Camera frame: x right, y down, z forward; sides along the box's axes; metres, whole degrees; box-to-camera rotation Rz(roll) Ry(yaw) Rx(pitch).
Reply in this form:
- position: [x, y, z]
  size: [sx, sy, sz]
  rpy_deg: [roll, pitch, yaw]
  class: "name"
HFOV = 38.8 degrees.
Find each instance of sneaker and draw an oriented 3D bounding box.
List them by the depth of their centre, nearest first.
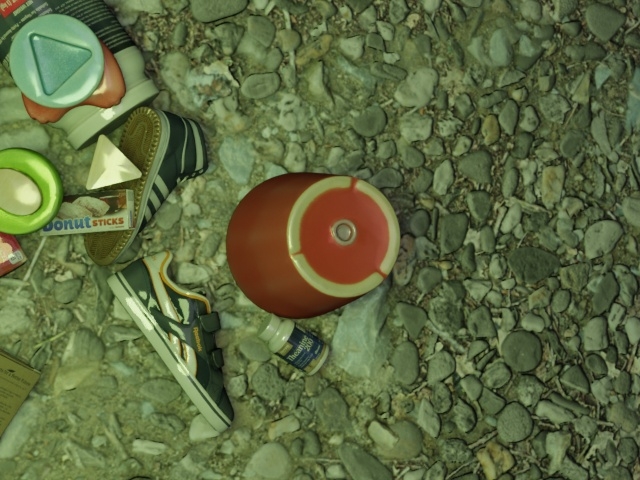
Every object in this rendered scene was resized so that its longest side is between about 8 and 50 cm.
- position: [-0.215, 0.163, 1.514]
  size: [0.127, 0.126, 0.321]
  rpy_deg: [-35, 96, -12]
  class: "sneaker"
- position: [-0.285, -0.086, 1.522]
  size: [0.099, 0.153, 0.282]
  rpy_deg: [33, 108, 23]
  class: "sneaker"

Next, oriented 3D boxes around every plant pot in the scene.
- position: [0.000, 0.000, 1.538]
  size: [0.274, 0.243, 0.275]
  rpy_deg: [2, 85, -19]
  class: "plant pot"

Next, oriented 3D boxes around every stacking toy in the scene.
- position: [-0.420, -0.161, 1.293]
  size: [0.308, 0.130, 0.280]
  rpy_deg: [-25, 97, -4]
  class: "stacking toy"

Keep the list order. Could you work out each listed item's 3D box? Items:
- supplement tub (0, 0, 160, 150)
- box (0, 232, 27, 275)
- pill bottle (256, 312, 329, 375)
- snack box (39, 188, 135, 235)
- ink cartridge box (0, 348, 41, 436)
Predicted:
- position: [-0.403, -0.301, 1.446]
  size: [0.191, 0.191, 0.272]
  rpy_deg: [-38, 98, -17]
  class: "supplement tub"
- position: [-0.569, -0.048, 1.404]
  size: [0.122, 0.128, 0.257]
  rpy_deg: [-30, 97, -19]
  class: "box"
- position: [-0.050, 0.181, 1.601]
  size: [0.120, 0.067, 0.067]
  rpy_deg: [35, 76, -14]
  class: "pill bottle"
- position: [-0.378, -0.044, 1.466]
  size: [0.178, 0.022, 0.064]
  rpy_deg: [-4, 90, 24]
  class: "snack box"
- position: [-0.559, 0.226, 1.344]
  size: [0.193, 0.088, 0.235]
  rpy_deg: [-59, 148, -14]
  class: "ink cartridge box"
